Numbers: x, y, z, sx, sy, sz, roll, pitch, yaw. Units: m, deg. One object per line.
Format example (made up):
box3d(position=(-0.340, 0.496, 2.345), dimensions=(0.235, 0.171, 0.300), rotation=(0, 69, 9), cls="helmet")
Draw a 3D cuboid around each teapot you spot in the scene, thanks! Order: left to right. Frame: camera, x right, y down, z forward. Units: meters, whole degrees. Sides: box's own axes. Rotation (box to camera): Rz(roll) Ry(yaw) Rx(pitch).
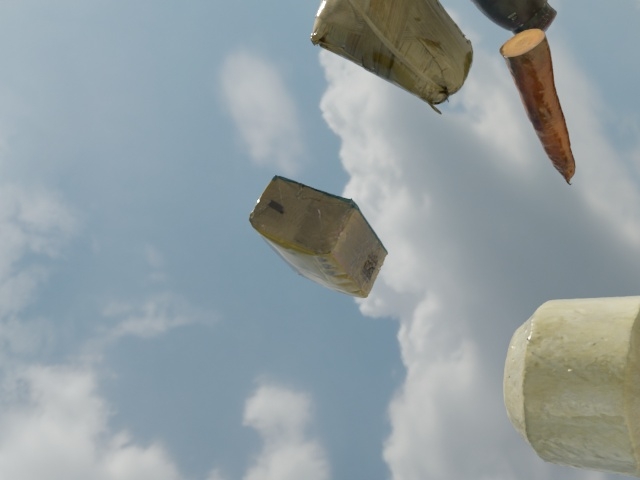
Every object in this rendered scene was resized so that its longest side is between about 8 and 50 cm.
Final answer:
box3d(position=(0.316, -0.394, 1.450), dimensions=(0.146, 0.148, 0.116), rotation=(49, -120, -10), cls="teapot")

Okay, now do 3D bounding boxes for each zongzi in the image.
box3d(position=(0.103, -0.266, 0.963), dimensions=(0.195, 0.197, 0.099), rotation=(31, -139, 0), cls="zongzi")

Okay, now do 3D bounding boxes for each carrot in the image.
box3d(position=(0.279, -0.157, 1.068), dimensions=(0.224, 0.057, 0.057), rotation=(57, -147, -38), cls="carrot")

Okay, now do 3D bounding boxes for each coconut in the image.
box3d(position=(0.331, 0.162, 0.983), dimensions=(0.202, 0.222, 0.202), rotation=(6, -97, -55), cls="coconut")

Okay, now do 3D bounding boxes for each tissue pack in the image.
box3d(position=(0.000, 0.000, 1.049), dimensions=(0.082, 0.120, 0.169), rotation=(-64, -24, -12), cls="tissue pack")
